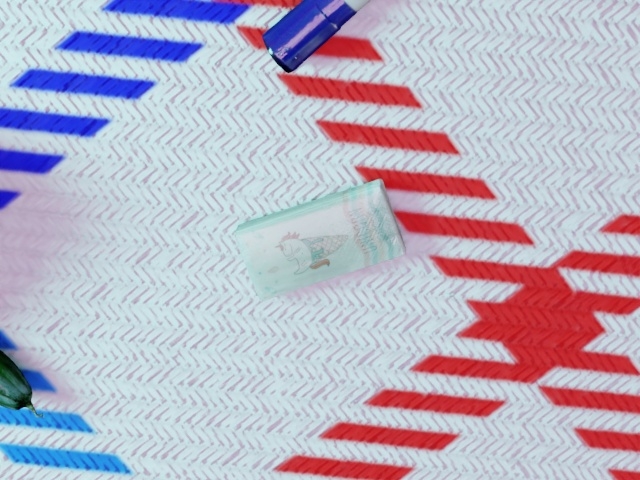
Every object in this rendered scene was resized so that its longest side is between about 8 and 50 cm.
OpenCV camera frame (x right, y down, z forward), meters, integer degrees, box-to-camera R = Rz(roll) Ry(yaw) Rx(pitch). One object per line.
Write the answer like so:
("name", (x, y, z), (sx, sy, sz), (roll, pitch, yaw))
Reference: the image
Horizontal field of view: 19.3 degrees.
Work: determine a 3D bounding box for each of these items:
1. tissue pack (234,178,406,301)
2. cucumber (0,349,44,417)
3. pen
("tissue pack", (0.000, 0.000, 1.294), (0.108, 0.023, 0.056), (-19, 107, 8))
("cucumber", (-0.262, 0.074, 1.319), (0.168, 0.039, 0.039), (31, 107, -5))
("pen", (0.070, -0.206, 1.219), (0.269, 0.033, 0.033), (-40, 103, 13))
